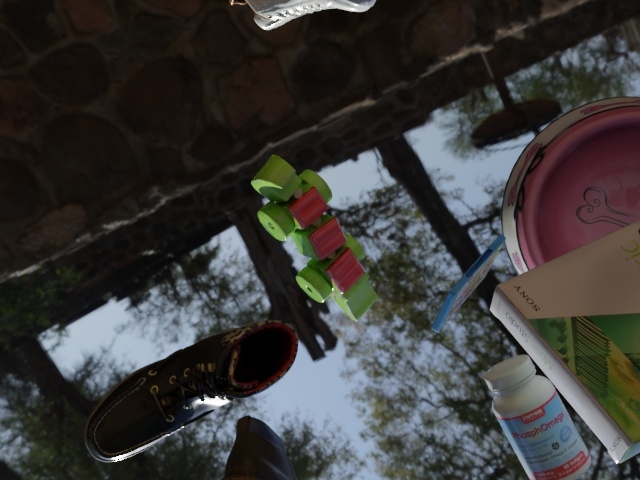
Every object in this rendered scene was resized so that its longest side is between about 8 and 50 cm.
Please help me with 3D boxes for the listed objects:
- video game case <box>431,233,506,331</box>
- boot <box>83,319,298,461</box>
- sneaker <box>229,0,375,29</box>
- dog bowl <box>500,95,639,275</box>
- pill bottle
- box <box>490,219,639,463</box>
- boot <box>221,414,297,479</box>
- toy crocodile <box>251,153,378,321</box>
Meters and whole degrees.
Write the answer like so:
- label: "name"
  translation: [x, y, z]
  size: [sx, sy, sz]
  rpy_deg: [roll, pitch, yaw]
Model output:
- label: "video game case"
  translation: [0.255, 0.073, 1.211]
  size: [0.166, 0.015, 0.119]
  rpy_deg: [-41, 158, -33]
- label: "boot"
  translation: [-0.142, 0.160, 0.771]
  size: [0.236, 0.085, 0.179]
  rpy_deg: [-30, 180, -26]
- label: "sneaker"
  translation: [-0.034, -0.397, 1.156]
  size: [0.290, 0.123, 0.106]
  rpy_deg: [28, -149, 30]
- label: "dog bowl"
  translation: [0.506, -0.037, 1.151]
  size: [0.408, 0.407, 0.150]
  rpy_deg: [-24, 179, 16]
- label: "pill bottle"
  translation: [0.284, 0.237, 0.934]
  size: [0.087, 0.160, 0.087]
  rpy_deg: [-29, -179, 0]
- label: "box"
  translation: [0.400, 0.086, 0.825]
  size: [0.322, 0.058, 0.232]
  rpy_deg: [-23, -129, -15]
- label: "boot"
  translation: [-0.044, 0.311, 0.903]
  size: [0.082, 0.219, 0.106]
  rpy_deg: [-19, -135, 23]
- label: "toy crocodile"
  translation: [0.000, 0.000, 1.153]
  size: [0.115, 0.340, 0.105]
  rpy_deg: [-41, -151, -19]
